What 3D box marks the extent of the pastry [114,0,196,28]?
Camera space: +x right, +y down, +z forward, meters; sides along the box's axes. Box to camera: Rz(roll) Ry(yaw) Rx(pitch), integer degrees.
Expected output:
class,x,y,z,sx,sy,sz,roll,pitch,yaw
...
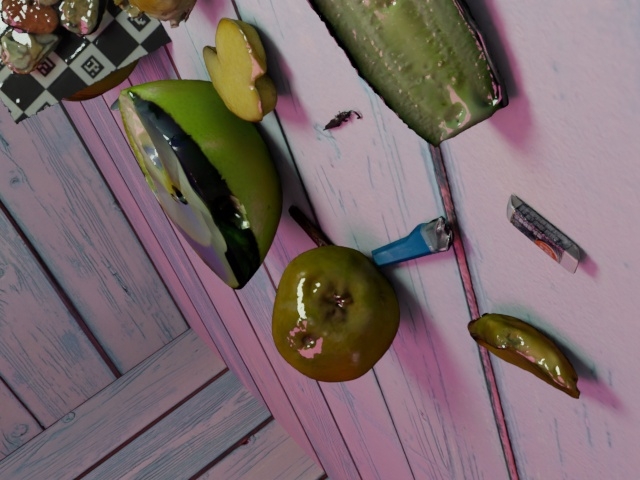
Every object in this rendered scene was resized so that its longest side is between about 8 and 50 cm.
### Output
class,x,y,z,sx,sy,sz,roll,pitch,yaw
pastry,-0.267,-0.433,1.086,0.257,0.120,0.236,49,161,17

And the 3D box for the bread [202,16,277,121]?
class,x,y,z,sx,sy,sz,roll,pitch,yaw
bread,-0.114,-0.258,1.121,0.187,0.065,0.150,37,144,51

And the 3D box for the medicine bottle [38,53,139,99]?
class,x,y,z,sx,sy,sz,roll,pitch,yaw
medicine bottle,-0.519,-0.408,1.619,0.224,0.224,0.384,61,162,-18

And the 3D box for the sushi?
class,x,y,z,sx,sy,sz,roll,pitch,yaw
sushi,-0.494,-0.417,1.359,0.320,0.339,0.069,62,-175,-16

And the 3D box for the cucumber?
class,x,y,z,sx,sy,sz,roll,pitch,yaw
cucumber,0.086,-0.185,0.696,0.193,0.115,0.086,54,-154,-11

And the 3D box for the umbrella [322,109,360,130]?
class,x,y,z,sx,sy,sz,roll,pitch,yaw
umbrella,0.022,-0.159,1.015,0.022,0.013,0.122,37,166,-17

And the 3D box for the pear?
class,x,y,z,sx,sy,sz,roll,pitch,yaw
pear,-0.186,-0.124,1.359,0.399,0.165,0.399,47,161,23

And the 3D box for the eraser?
class,x,y,z,sx,sy,sz,roll,pitch,yaw
eraser,0.220,-0.007,0.767,0.099,0.019,0.027,44,159,27

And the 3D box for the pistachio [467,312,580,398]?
class,x,y,z,sx,sy,sz,roll,pitch,yaw
pistachio,0.240,0.124,0.900,0.089,0.049,0.173,37,174,-38

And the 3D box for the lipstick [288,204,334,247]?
class,x,y,z,sx,sy,sz,roll,pitch,yaw
lipstick,0.000,0.000,1.337,0.176,0.027,0.027,47,160,29

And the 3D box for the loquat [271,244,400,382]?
class,x,y,z,sx,sy,sz,roll,pitch,yaw
loquat,0.023,0.117,1.216,0.213,0.213,0.246,51,172,13

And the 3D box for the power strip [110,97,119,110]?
class,x,y,z,sx,sy,sz,roll,pitch,yaw
power strip,-0.335,-0.228,1.605,0.044,0.137,0.216,25,151,46

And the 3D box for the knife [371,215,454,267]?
class,x,y,z,sx,sy,sz,roll,pitch,yaw
knife,0.119,0.007,1.046,0.044,0.026,0.296,58,165,-1
